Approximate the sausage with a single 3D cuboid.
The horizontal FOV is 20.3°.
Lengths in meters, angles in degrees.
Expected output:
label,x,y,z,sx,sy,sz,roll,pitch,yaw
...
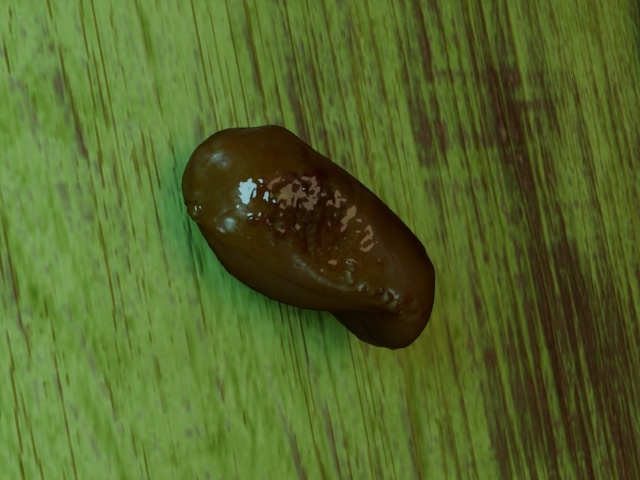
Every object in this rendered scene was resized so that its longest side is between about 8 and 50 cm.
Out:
label,x,y,z,sx,sy,sz,roll,pitch,yaw
sausage,0.000,0.000,0.998,0.179,0.089,0.089,38,54,-35
